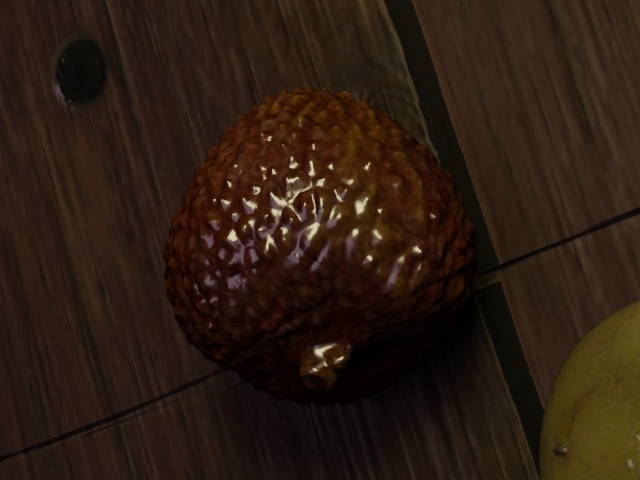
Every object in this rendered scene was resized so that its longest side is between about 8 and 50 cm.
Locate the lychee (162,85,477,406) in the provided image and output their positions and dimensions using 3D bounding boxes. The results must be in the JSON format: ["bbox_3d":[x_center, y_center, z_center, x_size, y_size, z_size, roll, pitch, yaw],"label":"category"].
[{"bbox_3d":[-0.003,0.006,0.935,0.194,0.194,0.194,0,89,32],"label":"lychee"}]

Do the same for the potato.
[{"bbox_3d":[0.189,0.130,0.844,0.157,0.157,0.194,27,119,29],"label":"potato"}]
